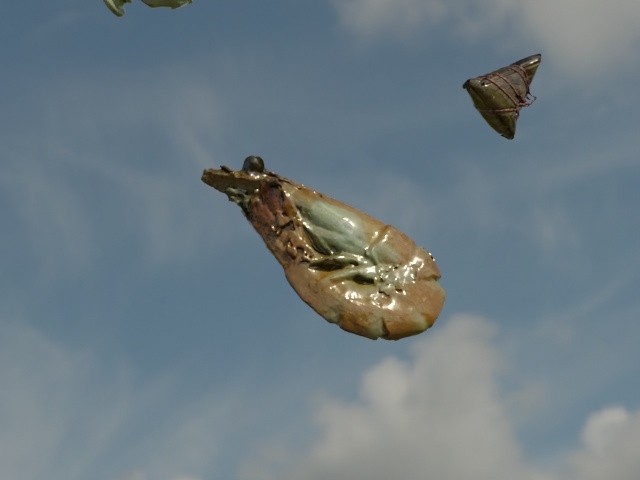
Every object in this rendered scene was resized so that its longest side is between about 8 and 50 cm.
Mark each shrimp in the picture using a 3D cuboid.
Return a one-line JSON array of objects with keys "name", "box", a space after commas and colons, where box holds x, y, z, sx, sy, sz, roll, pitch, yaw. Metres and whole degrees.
[{"name": "shrimp", "box": [0.000, 0.000, 1.182, 0.091, 0.184, 0.043, -41, -19, -36]}]

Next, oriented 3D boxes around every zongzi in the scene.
[{"name": "zongzi", "box": [0.171, -0.141, 1.639, 0.073, 0.067, 0.083, -44, 5, 17]}]

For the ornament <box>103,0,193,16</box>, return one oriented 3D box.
[{"name": "ornament", "box": [-0.118, -0.200, 1.319, 0.068, 0.092, 0.041, 27, 11, 2]}]
